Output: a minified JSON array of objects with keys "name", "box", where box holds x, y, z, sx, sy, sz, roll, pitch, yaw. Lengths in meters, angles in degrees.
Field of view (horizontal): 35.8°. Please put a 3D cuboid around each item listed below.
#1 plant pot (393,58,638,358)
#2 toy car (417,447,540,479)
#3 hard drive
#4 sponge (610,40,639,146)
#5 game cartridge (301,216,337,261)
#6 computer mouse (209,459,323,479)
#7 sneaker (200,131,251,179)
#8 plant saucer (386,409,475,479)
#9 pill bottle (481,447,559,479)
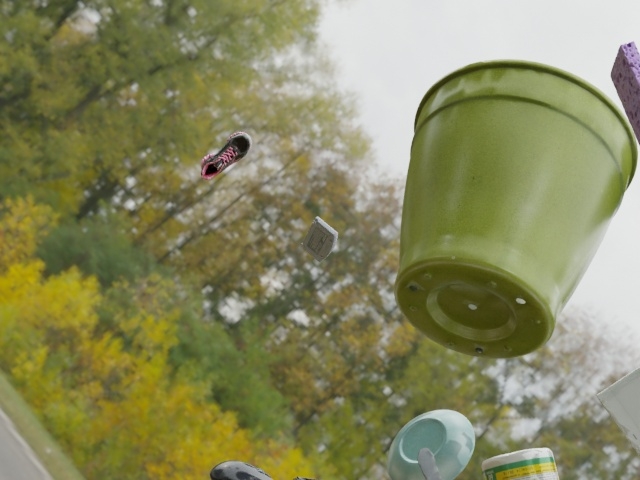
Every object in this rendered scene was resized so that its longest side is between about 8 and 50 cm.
[{"name":"plant pot","box":[0.275,-0.022,1.521,0.367,0.353,0.366,15,-36,11]},{"name":"toy car","box":[0.192,0.351,1.274,0.188,0.155,0.149,41,-57,-6]},{"name":"hard drive","box":[0.707,0.291,1.853,0.203,0.307,0.040,57,7,21]},{"name":"sponge","box":[0.613,-0.264,1.895,0.117,0.031,0.210,80,-5,-66]},{"name":"game cartridge","box":[0.000,0.000,1.786,0.056,0.017,0.083,43,-41,13]},{"name":"computer mouse","box":[-0.074,0.407,1.696,0.242,0.041,0.071,11,4,-27]},{"name":"sneaker","box":[-0.174,-0.149,1.802,0.047,0.119,0.057,47,23,-15]},{"name":"plant saucer","box":[0.209,0.406,1.957,0.195,0.195,0.037,27,-21,54]},{"name":"pill bottle","box":[0.330,0.439,1.550,0.117,0.118,0.208,97,-17,-70]}]
